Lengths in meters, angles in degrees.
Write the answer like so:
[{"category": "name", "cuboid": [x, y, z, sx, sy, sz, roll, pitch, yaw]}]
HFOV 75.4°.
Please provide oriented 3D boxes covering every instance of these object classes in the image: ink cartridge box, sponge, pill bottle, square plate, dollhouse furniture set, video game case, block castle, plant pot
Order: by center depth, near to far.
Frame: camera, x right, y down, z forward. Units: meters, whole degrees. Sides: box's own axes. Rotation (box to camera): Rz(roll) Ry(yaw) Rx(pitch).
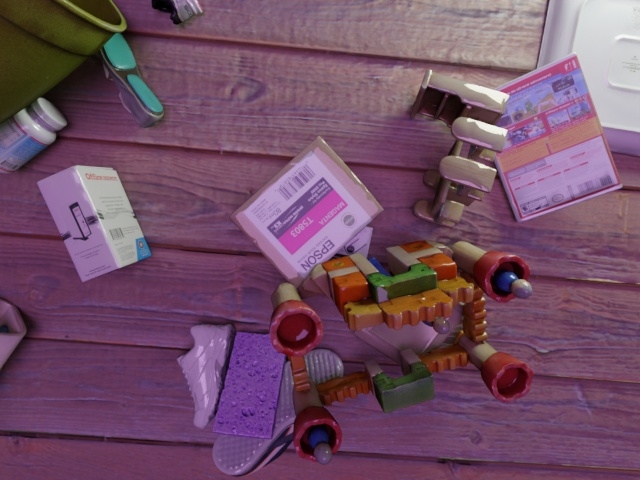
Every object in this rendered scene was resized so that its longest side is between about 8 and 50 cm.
[{"category": "plant pot", "cuboid": [-0.586, -0.353, 0.668, 0.353, 0.366, 0.366, -43, 96, 13]}, {"category": "block castle", "cuboid": [0.148, 0.186, 0.743, 0.454, 0.213, 0.302, -12, 107, -9]}, {"category": "dollhouse furniture set", "cuboid": [0.236, -0.175, 0.797, 0.161, 0.212, 0.242, 19, 77, 6]}, {"category": "ink cartridge box", "cuboid": [-0.026, -0.053, 0.818, 0.235, 0.088, 0.193, -43, 93, 1]}, {"category": "ink cartridge box", "cuboid": [-0.440, -0.037, 0.826, 0.086, 0.148, 0.203, -21, 96, 3]}, {"category": "pill bottle", "cuboid": [-0.600, -0.212, 0.833, 0.160, 0.087, 0.087, -35, 96, 3]}, {"category": "video game case", "cuboid": [0.462, -0.202, 0.855, 0.204, 0.025, 0.285, -21, 97, 20]}, {"category": "square plate", "cuboid": [0.629, -0.359, 0.859, 0.348, 0.049, 0.343, 8, 97, -2]}, {"category": "sponge", "cuboid": [-0.139, 0.294, 0.861, 0.117, 0.031, 0.210, 5, 56, 5]}, {"category": "ink cartridge box", "cuboid": [0.000, 0.000, 0.890, 0.207, 0.046, 0.097, 10, 95, -2]}]

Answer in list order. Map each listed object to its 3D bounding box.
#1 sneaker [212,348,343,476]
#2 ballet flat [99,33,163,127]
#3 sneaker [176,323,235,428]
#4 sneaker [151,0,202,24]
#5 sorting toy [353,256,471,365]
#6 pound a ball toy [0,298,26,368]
[{"category": "sneaker", "cuboid": [-0.083, 0.369, 0.901, 0.321, 0.127, 0.126, -36, 61, -19]}, {"category": "ballet flat", "cuboid": [-0.398, -0.327, 0.837, 0.068, 0.072, 0.213, -28, 94, 33]}, {"category": "sneaker", "cuboid": [-0.259, 0.289, 0.907, 0.115, 0.090, 0.232, 9, 87, 4]}, {"category": "sneaker", "cuboid": [-0.318, -0.500, 0.817, 0.075, 0.063, 0.170, -45, 100, -2]}, {"category": "sorting toy", "cuboid": [0.197, 0.174, 0.912, 0.348, 0.047, 0.196, 34, 99, -10]}, {"category": "pound a ball toy", "cuboid": [-0.734, 0.304, 0.850, 0.208, 0.136, 0.319, 39, 95, 31]}]
